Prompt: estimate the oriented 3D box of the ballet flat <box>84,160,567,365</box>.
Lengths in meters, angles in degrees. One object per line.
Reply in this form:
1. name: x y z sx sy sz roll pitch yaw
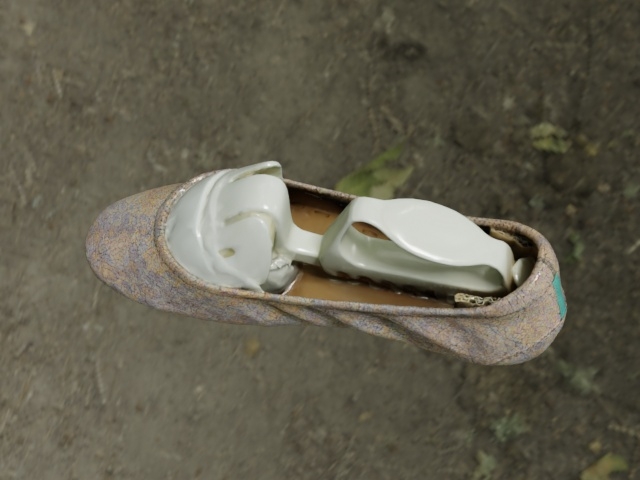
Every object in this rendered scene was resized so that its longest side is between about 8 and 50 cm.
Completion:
1. ballet flat: 0.000 0.000 0.865 0.316 0.106 0.107 8 61 6
